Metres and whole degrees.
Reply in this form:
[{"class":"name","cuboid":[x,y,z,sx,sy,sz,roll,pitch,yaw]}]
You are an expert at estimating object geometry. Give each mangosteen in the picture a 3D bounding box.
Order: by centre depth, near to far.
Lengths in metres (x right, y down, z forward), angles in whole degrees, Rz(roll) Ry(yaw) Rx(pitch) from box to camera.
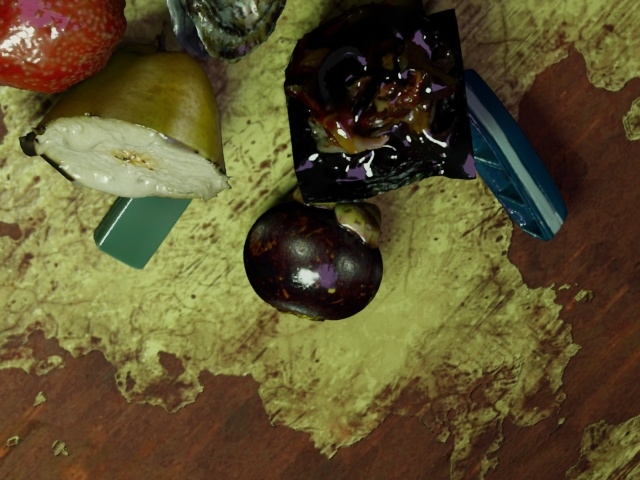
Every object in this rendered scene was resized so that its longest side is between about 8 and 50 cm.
[{"class":"mangosteen","cuboid":[0.000,0.000,2.034,0.192,0.192,0.217,19,88,-26]}]

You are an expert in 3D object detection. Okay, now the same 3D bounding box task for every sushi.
[{"class":"sushi","cuboid":[0.071,-0.196,1.920,0.227,0.216,0.212,-7,153,4]}]

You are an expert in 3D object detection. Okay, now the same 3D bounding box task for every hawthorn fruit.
[{"class":"hawthorn fruit","cuboid":[-0.352,-0.277,1.759,0.253,0.205,0.205,7,112,-29]}]

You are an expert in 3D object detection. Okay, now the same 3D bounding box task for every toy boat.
[{"class":"toy boat","cuboid":[0.251,-0.125,2.112,0.061,0.096,0.299,-42,119,-9]}]

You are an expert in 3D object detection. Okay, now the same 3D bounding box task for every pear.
[{"class":"pear","cuboid":[-0.219,-0.160,1.876,0.267,0.267,0.178,25,66,-28]}]

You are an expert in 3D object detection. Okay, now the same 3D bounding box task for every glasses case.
[{"class":"glasses case","cuboid":[-0.220,-0.054,2.004,0.077,0.039,0.184,30,101,-29]}]

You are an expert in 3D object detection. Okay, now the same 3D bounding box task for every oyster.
[{"class":"oyster","cuboid":[-0.128,-0.388,1.832,0.162,0.158,0.351,-40,124,-49]}]
